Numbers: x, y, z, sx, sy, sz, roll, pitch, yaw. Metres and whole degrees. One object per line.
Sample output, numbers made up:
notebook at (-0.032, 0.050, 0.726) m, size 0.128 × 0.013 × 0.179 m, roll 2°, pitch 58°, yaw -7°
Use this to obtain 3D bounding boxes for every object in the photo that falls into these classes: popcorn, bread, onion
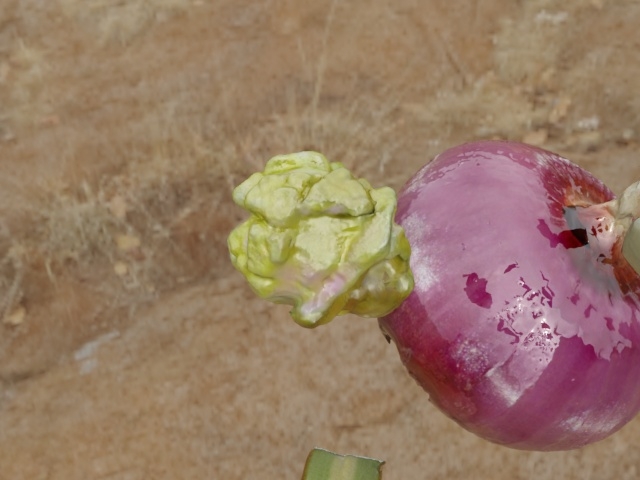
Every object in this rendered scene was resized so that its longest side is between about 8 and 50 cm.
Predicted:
popcorn at (0.000, 0.000, 0.955) m, size 0.126 × 0.145 × 0.126 m, roll -44°, pitch 49°, yaw -3°
bread at (0.012, 0.248, 1.168) m, size 0.074 × 0.139 × 0.084 m, roll 14°, pitch 64°, yaw 1°
onion at (0.234, 0.051, 1.389) m, size 0.358 × 0.345 × 0.358 m, roll 6°, pitch 75°, yaw -24°

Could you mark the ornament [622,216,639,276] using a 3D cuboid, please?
ornament at (0.167, 0.054, 0.388) m, size 0.061 × 0.230 × 0.245 m, roll -11°, pitch 50°, yaw -26°
